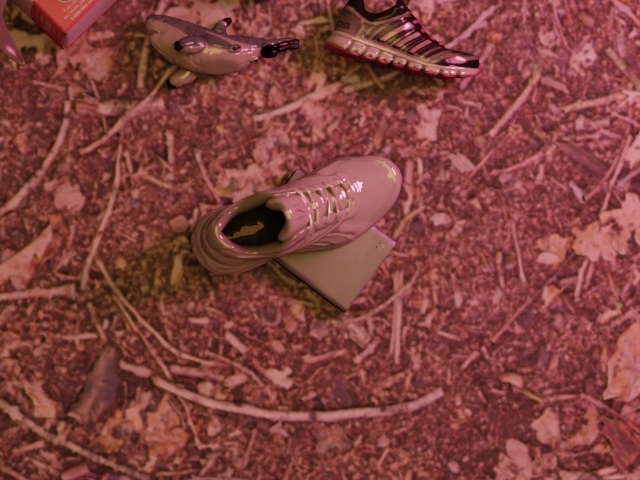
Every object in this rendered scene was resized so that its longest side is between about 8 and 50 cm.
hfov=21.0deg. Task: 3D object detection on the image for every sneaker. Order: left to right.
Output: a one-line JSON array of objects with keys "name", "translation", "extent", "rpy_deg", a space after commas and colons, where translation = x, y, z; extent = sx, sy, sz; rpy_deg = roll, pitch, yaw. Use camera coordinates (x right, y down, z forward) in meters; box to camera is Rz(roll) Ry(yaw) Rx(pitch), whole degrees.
[{"name": "sneaker", "translation": [-0.017, -0.025, 1.773], "extent": [0.232, 0.115, 0.090], "rpy_deg": [-24, 90, -9]}, {"name": "sneaker", "translation": [0.094, -0.220, 1.854], "extent": [0.170, 0.063, 0.075], "rpy_deg": [14, 90, -3]}]

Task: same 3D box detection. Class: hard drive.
[{"name": "hard drive", "translation": [0.000, 0.000, 1.845], "extent": [0.135, 0.022, 0.094], "rpy_deg": [37, 82, -4]}]

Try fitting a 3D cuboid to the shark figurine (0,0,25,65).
[{"name": "shark figurine", "translation": [-0.236, -0.297, 1.694], "extent": [0.278, 0.116, 0.166], "rpy_deg": [-26, 90, -12]}]

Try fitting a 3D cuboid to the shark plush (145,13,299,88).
[{"name": "shark plush", "translation": [-0.102, -0.216, 1.831], "extent": [0.161, 0.073, 0.067], "rpy_deg": [-8, 57, -5]}]

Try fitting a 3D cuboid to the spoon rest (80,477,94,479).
[{"name": "spoon rest", "translation": [-0.290, 0.351, 1.710], "extent": [0.137, 0.084, 0.276], "rpy_deg": [37, 91, -22]}]

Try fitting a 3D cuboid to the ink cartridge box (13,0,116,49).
[{"name": "ink cartridge box", "translation": [-0.289, -0.334, 1.790], "extent": [0.218, 0.092, 0.158], "rpy_deg": [44, 81, -2]}]
